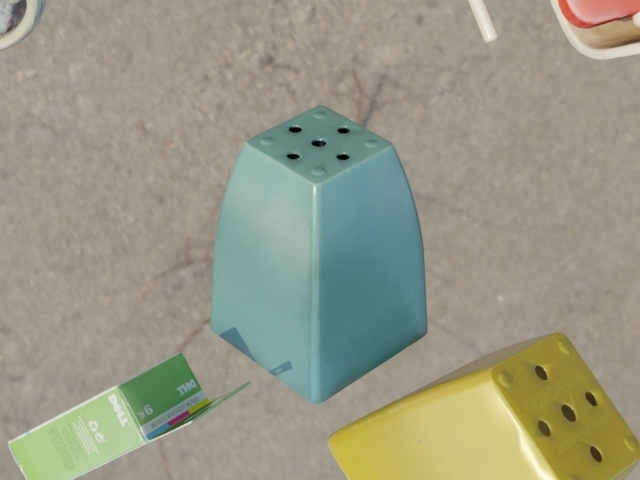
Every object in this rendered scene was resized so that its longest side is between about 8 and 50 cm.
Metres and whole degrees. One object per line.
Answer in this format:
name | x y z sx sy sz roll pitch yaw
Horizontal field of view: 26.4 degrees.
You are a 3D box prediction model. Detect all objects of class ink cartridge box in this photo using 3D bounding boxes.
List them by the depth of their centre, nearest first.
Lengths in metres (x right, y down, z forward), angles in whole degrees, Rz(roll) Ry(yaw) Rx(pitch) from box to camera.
ink cartridge box | -0.180 0.162 1.275 0.209 0.062 0.109 -29 178 31

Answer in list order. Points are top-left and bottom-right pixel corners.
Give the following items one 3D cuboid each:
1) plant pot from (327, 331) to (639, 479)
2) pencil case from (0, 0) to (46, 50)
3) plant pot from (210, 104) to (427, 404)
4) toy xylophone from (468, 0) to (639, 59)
plant pot | 0.177 0.208 1.312 0.212 0.212 0.187 -19 162 -48
pencil case | -0.231 -0.306 0.948 0.184 0.410 0.160 -16 137 26
plant pot | 0.000 0.000 1.349 0.166 0.165 0.234 -29 136 -34
toy xylophone | 0.194 -0.270 1.046 0.236 0.322 0.081 -28 179 -30
